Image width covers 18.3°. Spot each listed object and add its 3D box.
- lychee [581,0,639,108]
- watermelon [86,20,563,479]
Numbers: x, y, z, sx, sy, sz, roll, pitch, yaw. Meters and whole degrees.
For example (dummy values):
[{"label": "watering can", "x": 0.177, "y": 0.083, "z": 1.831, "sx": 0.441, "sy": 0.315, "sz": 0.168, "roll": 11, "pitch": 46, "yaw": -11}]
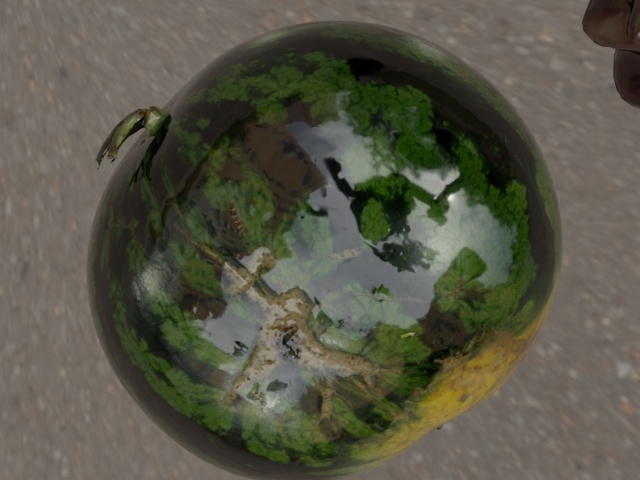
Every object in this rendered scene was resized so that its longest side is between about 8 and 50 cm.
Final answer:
[{"label": "lychee", "x": 0.212, "y": -0.121, "z": 0.491, "sx": 0.306, "sy": 0.306, "sz": 0.330, "roll": 42, "pitch": 76, "yaw": -14}, {"label": "watermelon", "x": 0.004, "y": 0.003, "z": 1.105, "sx": 0.269, "sy": 0.269, "sz": 0.269, "roll": -2, "pitch": 101, "yaw": -9}]
